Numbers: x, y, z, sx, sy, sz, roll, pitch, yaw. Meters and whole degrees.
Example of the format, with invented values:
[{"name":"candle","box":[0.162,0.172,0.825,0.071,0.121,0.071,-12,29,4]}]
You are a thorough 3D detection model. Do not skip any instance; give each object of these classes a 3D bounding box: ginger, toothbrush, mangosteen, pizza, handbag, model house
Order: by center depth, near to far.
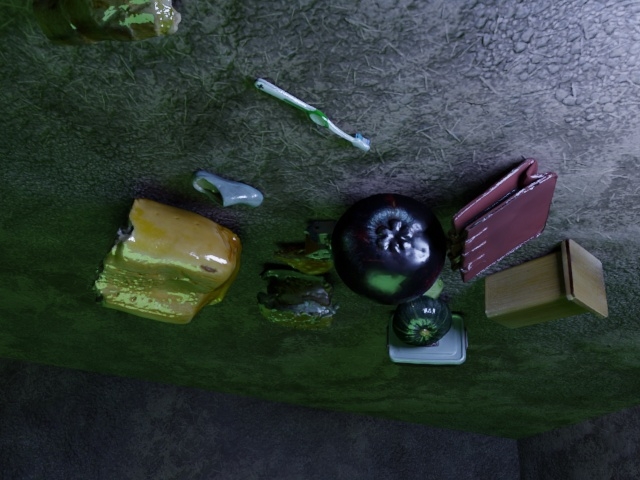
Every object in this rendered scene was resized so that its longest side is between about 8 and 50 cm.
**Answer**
[{"name":"ginger","box":[-0.376,-0.403,0.973,0.263,0.116,0.109,1,109,17]},{"name":"toothbrush","box":[-0.011,-0.270,1.206,0.304,0.030,0.030,24,145,-28]},{"name":"handbag","box":[0.430,-0.042,1.334,0.276,0.084,0.260,-34,148,-8]},{"name":"mangosteen","box":[0.177,0.027,1.432,0.300,0.300,0.300,4,149,2]},{"name":"model house","box":[0.000,0.000,1.602,0.100,0.087,0.100,0,145,7]},{"name":"pizza","box":[-0.049,0.051,1.726,0.193,0.053,0.201,18,158,-23]}]

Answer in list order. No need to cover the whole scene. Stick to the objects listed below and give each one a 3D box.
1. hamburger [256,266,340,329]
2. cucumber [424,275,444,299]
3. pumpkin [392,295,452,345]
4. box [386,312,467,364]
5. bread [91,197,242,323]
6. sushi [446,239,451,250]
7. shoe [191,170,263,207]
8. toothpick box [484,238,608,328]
[{"name":"hamburger","box":[-0.078,0.205,1.880,0.288,0.167,0.192,8,148,-5]},{"name":"cucumber","box":[0.239,0.084,1.699,0.325,0.105,0.145,20,119,-23]},{"name":"pumpkin","box":[0.353,0.276,1.947,0.212,0.152,0.211,-2,119,-3]},{"name":"box","box":[0.397,0.384,2.093,0.294,0.193,0.167,0,154,9]},{"name":"bread","box":[-0.431,0.059,1.614,0.394,0.250,0.361,15,134,-26]},{"name":"sushi","box":[0.325,0.005,1.591,0.120,0.052,0.055,20,146,-24]},{"name":"shoe","box":[-0.250,-0.116,1.459,0.195,0.078,0.079,23,145,-20]},{"name":"toothpick box","box":[0.663,0.152,1.670,0.190,0.187,0.308,24,148,-30]}]
